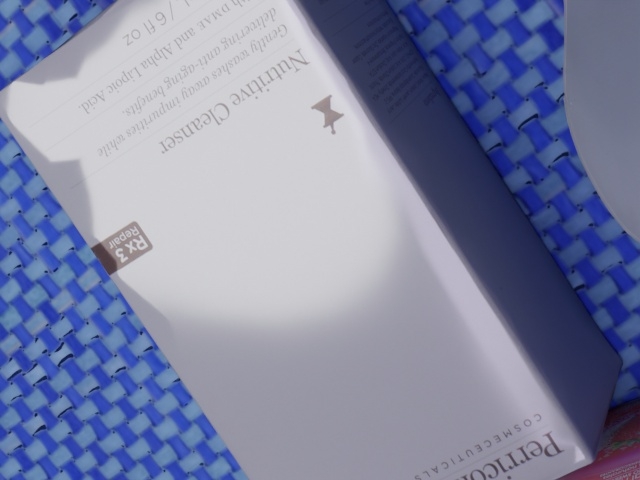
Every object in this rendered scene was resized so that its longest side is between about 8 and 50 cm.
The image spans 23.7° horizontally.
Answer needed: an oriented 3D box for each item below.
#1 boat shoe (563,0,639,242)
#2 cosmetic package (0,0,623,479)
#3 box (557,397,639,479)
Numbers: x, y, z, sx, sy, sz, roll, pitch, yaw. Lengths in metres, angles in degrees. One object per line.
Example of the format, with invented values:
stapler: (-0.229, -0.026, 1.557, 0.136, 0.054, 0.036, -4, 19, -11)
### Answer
boat shoe: (0.197, -0.152, 0.884, 0.113, 0.105, 0.306, -10, 97, 56)
cosmetic package: (0.000, 0.000, 0.980, 0.217, 0.156, 0.385, -33, 95, 24)
box: (0.152, 0.223, 1.013, 0.300, 0.142, 0.154, -24, 98, 25)
